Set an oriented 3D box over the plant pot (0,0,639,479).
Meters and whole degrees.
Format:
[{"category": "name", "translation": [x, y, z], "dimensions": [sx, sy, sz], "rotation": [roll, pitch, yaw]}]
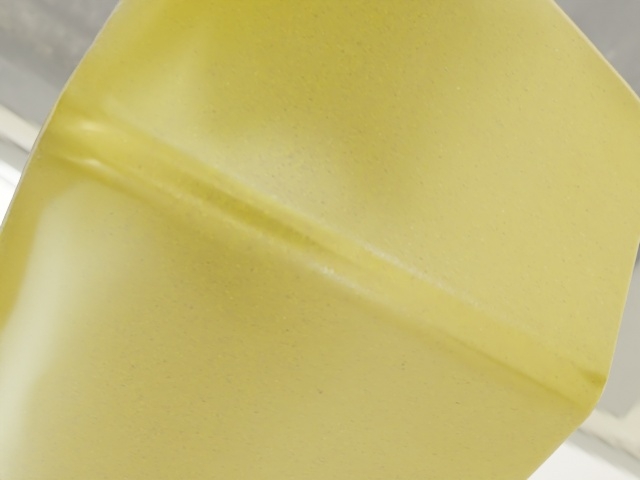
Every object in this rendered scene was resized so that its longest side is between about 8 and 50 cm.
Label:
[{"category": "plant pot", "translation": [0.000, 0.000, 0.580], "dimensions": [0.212, 0.187, 0.212], "rotation": [-58, -174, 46]}]
